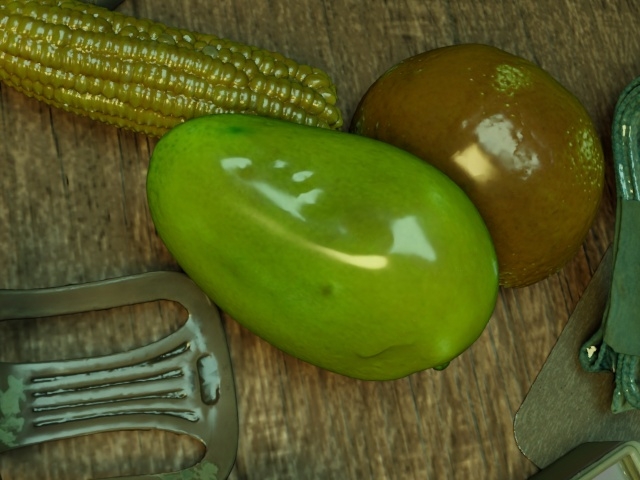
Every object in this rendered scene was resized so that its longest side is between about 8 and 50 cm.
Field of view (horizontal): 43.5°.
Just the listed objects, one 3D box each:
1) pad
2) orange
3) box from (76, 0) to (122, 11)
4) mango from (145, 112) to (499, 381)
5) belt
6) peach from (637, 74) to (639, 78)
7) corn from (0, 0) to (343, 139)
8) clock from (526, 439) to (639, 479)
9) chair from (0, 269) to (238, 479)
[{"bbox_3d":[0.302,0.136,0.771,0.176,0.002,0.266,40,64,-4],"label":"pad"},{"bbox_3d":[0.147,-0.074,0.699,0.237,0.158,0.179,40,66,-4],"label":"orange"},{"bbox_3d":[-0.238,-0.321,0.696,0.243,0.067,0.155,39,66,-3],"label":"box"},{"bbox_3d":[0.001,0.007,0.612,0.273,0.185,0.149,18,44,4],"label":"mango"},{"bbox_3d":[0.293,0.007,0.706,0.072,0.087,0.302,-5,104,-34],"label":"belt"},{"bbox_3d":[0.419,-0.099,0.789,0.235,0.214,0.214,34,63,-27],"label":"peach"},{"bbox_3d":[-0.128,-0.127,0.653,0.313,0.102,0.102,11,69,-14],"label":"corn"},{"bbox_3d":[0.209,0.269,0.653,0.192,0.071,0.147,-23,82,-24],"label":"clock"},{"bbox_3d":[-0.196,0.099,0.508,0.326,0.183,0.175,-6,75,-20],"label":"chair"}]
